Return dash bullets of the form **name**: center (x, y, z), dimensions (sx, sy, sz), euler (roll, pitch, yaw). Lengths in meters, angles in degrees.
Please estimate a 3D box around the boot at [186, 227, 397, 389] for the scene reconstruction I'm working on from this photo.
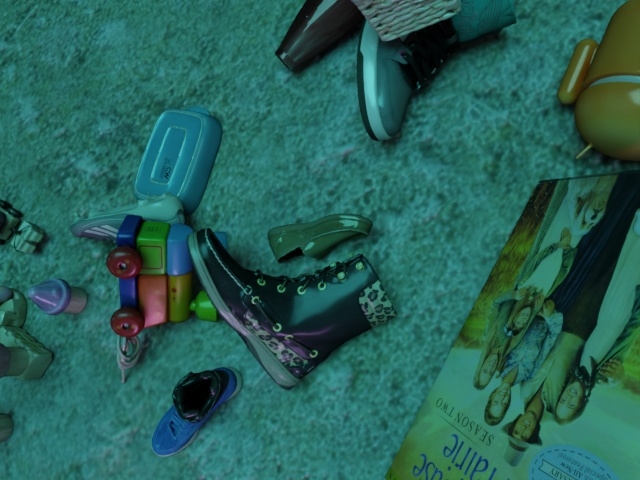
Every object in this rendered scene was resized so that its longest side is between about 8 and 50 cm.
- **boot**: center (-0.030, 0.050, 0.659), dimensions (0.179, 0.085, 0.236), euler (-31, 112, 3)

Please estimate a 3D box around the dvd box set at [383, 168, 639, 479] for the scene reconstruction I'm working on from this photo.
- **dvd box set**: center (0.219, 0.128, 0.506), dimensions (0.062, 0.307, 0.420), euler (30, 86, -13)

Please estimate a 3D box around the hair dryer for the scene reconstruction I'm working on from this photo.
- **hair dryer**: center (-0.003, -0.385, 0.826), dimensions (0.224, 0.080, 0.293), euler (2, 71, 33)

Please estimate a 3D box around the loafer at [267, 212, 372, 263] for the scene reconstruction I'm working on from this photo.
- **loafer**: center (0.000, 0.000, 0.725), dimensions (0.148, 0.056, 0.050), euler (-11, 74, 24)

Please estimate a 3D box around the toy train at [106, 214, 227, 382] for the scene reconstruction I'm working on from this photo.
- **toy train**: center (-0.200, 0.092, 0.743), dimensions (0.143, 0.105, 0.248), euler (3, 116, -8)

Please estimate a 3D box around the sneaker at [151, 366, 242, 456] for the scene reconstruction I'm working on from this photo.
- **sneaker**: center (-0.175, 0.220, 0.702), dimensions (0.152, 0.084, 0.058), euler (-41, 69, 3)

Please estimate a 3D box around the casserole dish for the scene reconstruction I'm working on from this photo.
- **casserole dish**: center (-0.221, -0.123, 0.828), dimensions (0.114, 0.037, 0.188), euler (14, 81, 19)

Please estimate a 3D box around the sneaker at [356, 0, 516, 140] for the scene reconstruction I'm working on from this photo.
- **sneaker**: center (0.158, -0.269, 0.714), dimensions (0.178, 0.124, 0.295), euler (4, 76, 27)

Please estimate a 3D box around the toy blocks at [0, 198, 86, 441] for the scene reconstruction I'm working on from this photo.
- **toy blocks**: center (-0.539, 0.094, 0.747), dimensions (0.289, 0.260, 0.309), euler (30, 86, 21)

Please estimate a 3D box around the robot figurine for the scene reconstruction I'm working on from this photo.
- **robot figurine**: center (0.371, -0.186, 0.624), dimensions (0.158, 0.128, 0.219), euler (24, 83, 5)

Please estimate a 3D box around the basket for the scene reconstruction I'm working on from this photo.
- **basket**: center (0.094, -0.332, 0.637), dimensions (0.113, 0.103, 0.167), euler (-13, 59, 25)

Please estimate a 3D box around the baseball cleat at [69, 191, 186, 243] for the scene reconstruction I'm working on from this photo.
- **baseball cleat**: center (-0.281, -0.005, 0.798), dimensions (0.206, 0.072, 0.109), euler (-10, 100, 30)
